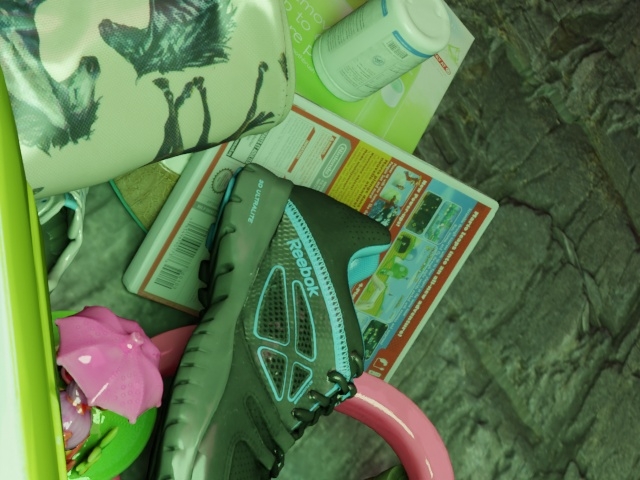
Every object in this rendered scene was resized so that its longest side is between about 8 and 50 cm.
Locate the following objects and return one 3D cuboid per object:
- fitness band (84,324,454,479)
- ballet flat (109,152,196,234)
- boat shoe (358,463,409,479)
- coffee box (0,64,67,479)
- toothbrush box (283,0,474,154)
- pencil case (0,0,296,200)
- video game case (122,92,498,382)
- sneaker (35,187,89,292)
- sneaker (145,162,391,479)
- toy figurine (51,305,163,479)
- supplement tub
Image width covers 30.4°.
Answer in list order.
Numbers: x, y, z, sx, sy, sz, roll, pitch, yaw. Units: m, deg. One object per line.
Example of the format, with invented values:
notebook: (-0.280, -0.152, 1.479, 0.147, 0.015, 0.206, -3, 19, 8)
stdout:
fitness band: (-0.038, 0.178, 0.889, 0.291, 0.054, 0.209, 22, 63, -5)
ballet flat: (-0.143, -0.147, 0.975, 0.116, 0.124, 0.342, -21, 85, -47)
boat shoe: (0.135, 0.291, 1.036, 0.307, 0.104, 0.110, 37, 43, -21)
coffee box: (-0.267, 0.131, 0.462, 0.335, 0.338, 0.337, -7, 72, -12)
toothbrush box: (0.007, -0.174, 1.139, 0.206, 0.122, 0.283, 48, 43, -16)
pencil case: (-0.222, -0.110, 0.763, 0.410, 0.160, 0.183, -19, 114, -27)
video game case: (0.000, 0.000, 1.009, 0.285, 0.204, 0.025, 24, 12, -34)
sneaker: (-0.200, -0.025, 0.888, 0.071, 0.083, 0.190, 27, 52, -31)
sneaker: (-0.035, 0.101, 0.832, 0.140, 0.125, 0.340, 18, 61, -8)
toy figurine: (-0.166, 0.107, 0.763, 0.130, 0.159, 0.173, 40, 64, -5)
supplement tub: (0.052, -0.171, 1.009, 0.071, 0.107, 0.071, 21, 56, -36)
